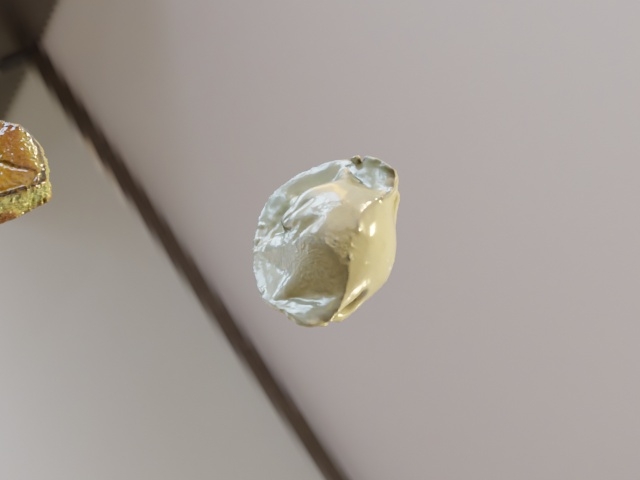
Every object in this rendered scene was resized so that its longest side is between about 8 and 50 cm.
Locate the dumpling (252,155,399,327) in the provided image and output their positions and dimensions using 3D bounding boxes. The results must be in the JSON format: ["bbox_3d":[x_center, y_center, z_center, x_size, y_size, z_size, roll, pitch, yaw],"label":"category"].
[{"bbox_3d":[-0.002,0.000,1.883,0.155,0.181,0.111,15,-53,33],"label":"dumpling"}]

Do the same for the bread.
[{"bbox_3d":[-0.404,-0.085,2.258,0.128,0.140,0.069,59,-23,22],"label":"bread"}]
